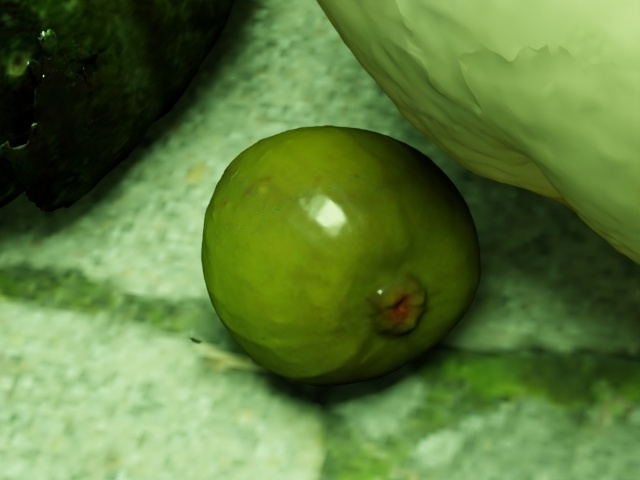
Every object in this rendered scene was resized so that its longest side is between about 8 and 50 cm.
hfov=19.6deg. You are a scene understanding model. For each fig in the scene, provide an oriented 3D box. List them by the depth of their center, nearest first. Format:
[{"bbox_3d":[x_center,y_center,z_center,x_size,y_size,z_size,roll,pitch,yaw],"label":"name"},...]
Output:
[{"bbox_3d":[0.000,0.000,0.518,0.074,0.074,0.088,-36,39,-14],"label":"fig"}]

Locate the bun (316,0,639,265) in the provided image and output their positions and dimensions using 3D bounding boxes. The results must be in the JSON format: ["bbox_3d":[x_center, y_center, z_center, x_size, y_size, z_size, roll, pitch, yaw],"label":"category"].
[{"bbox_3d":[0.132,-0.072,0.477,0.299,0.165,0.299,5,33,-3],"label":"bun"}]

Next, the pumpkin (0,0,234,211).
[{"bbox_3d":[-0.165,-0.141,0.580,0.320,0.192,0.320,-6,51,7],"label":"pumpkin"}]
